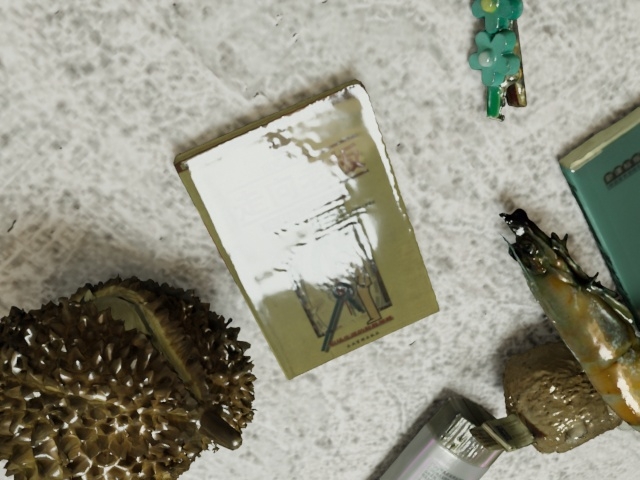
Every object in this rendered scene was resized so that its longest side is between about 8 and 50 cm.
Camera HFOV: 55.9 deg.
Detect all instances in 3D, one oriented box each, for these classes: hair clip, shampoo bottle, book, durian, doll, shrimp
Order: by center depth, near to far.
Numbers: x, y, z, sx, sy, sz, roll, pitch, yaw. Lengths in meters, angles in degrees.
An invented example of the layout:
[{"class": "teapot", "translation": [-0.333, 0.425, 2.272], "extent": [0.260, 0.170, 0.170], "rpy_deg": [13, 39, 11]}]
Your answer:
[{"class": "durian", "translation": [-0.135, 0.107, 0.435], "extent": [0.196, 0.196, 0.166], "rpy_deg": [-6, 121, -11]}, {"class": "hair clip", "translation": [0.140, -0.175, 0.459], "extent": [0.049, 0.049, 0.172], "rpy_deg": [-13, 117, -7]}, {"class": "book", "translation": [0.000, 0.000, 0.515], "extent": [0.161, 0.026, 0.230], "rpy_deg": [-24, 116, -2]}, {"class": "shrimp", "translation": [0.287, 0.039, 0.549], "extent": [0.198, 0.051, 0.262], "rpy_deg": [-39, 88, -18]}, {"class": "doll", "translation": [0.241, 0.155, 0.594], "extent": [0.221, 0.114, 0.105], "rpy_deg": [-17, 158, -13]}, {"class": "book", "translation": [0.418, -0.008, 0.606], "extent": [0.264, 0.031, 0.379], "rpy_deg": [-37, 117, 4]}, {"class": "shampoo bottle", "translation": [0.102, 0.270, 0.643], "extent": [0.086, 0.056, 0.227], "rpy_deg": [29, 104, -24]}]
